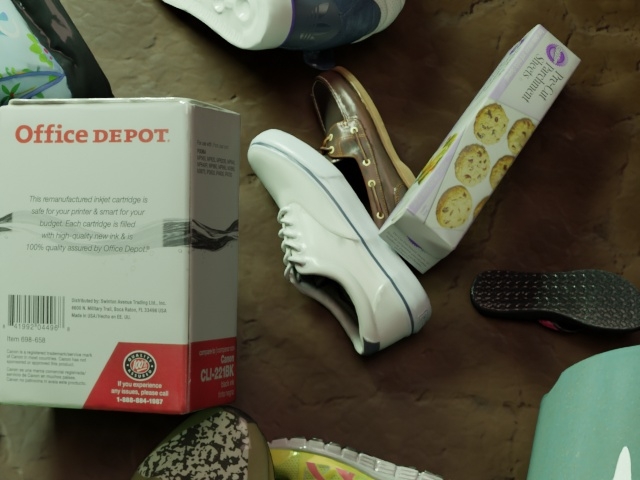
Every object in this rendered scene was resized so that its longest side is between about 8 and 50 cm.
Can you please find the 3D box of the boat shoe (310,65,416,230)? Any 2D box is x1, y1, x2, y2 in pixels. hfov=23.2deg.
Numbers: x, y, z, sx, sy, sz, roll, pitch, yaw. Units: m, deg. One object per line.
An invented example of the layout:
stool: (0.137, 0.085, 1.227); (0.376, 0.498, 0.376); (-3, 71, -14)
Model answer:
boat shoe: (0.037, -0.086, 1.601); (0.073, 0.073, 0.207); (-22, 68, -19)

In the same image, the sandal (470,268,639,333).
sandal: (0.242, 0.063, 1.575); (0.179, 0.040, 0.067); (6, 56, 12)

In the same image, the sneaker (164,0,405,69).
sneaker: (-0.053, -0.315, 1.698); (0.236, 0.130, 0.323); (-13, 45, -38)

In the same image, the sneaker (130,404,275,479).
sneaker: (-0.175, 0.292, 1.306); (0.158, 0.182, 0.410); (25, 62, 21)

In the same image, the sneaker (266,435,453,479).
sneaker: (0.025, 0.242, 1.432); (0.208, 0.081, 0.094); (15, 75, 7)

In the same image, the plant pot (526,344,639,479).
plant pot: (0.301, 0.291, 1.320); (0.341, 0.341, 0.334); (12, 54, -1)

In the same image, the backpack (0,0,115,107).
backpack: (-0.416, -0.162, 1.505); (0.355, 0.273, 0.290); (-31, 78, -7)

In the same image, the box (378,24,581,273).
box: (0.166, -0.099, 1.587); (0.067, 0.063, 0.324); (42, 52, -5)

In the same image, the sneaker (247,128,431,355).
sneaker: (0.000, 0.000, 1.540); (0.091, 0.094, 0.258); (-33, 72, -25)

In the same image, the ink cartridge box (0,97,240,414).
ink cartridge box: (-0.183, 0.012, 1.406); (0.197, 0.114, 0.273); (1, 91, 21)
